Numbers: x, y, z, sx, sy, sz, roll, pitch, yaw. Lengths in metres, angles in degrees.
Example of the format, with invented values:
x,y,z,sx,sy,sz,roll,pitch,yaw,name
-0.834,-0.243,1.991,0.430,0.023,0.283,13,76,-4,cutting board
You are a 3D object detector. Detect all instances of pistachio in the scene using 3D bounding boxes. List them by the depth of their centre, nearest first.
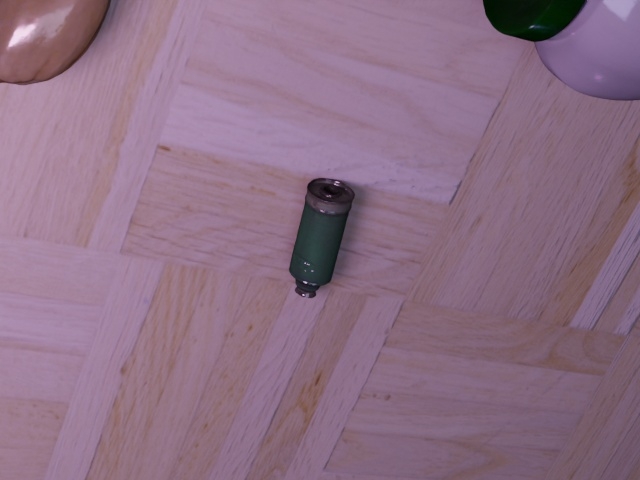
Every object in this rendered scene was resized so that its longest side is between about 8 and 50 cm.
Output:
x,y,z,sx,sy,sz,roll,pitch,yaw,name
-0.336,-0.281,1.344,0.136,0.136,0.226,36,97,-35,pistachio

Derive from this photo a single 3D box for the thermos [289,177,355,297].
x,y,z,sx,sy,sz,roll,pitch,yaw,name
-0.004,0.001,1.692,0.073,0.083,0.187,13,119,-4,thermos

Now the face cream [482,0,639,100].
x,y,z,sx,sy,sz,roll,pitch,yaw,name
0.430,-0.351,1.538,0.357,0.219,0.312,9,118,-26,face cream
